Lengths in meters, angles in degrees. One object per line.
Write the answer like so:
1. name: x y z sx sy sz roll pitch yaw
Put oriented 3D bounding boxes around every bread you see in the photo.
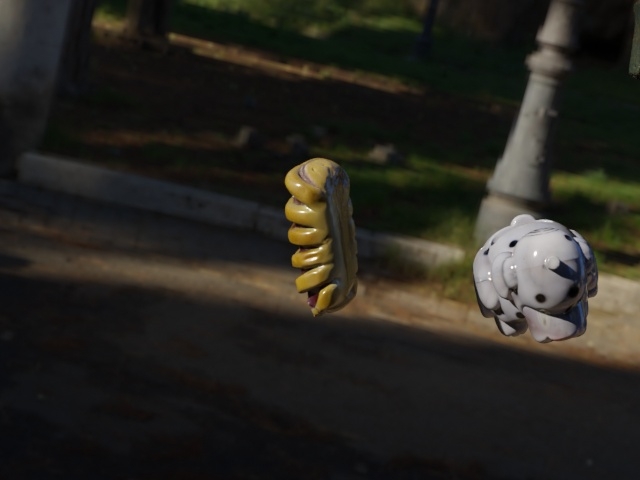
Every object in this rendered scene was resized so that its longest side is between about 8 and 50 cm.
1. bread: 0.000 0.000 1.932 0.081 0.225 0.134 -2 12 17

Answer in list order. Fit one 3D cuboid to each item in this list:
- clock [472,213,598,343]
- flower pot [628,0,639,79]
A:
1. clock: 0.314 0.050 1.927 0.189 0.188 0.254 14 0 0
2. flower pot: 0.505 -0.266 1.945 0.158 0.106 0.157 15 2 -1
